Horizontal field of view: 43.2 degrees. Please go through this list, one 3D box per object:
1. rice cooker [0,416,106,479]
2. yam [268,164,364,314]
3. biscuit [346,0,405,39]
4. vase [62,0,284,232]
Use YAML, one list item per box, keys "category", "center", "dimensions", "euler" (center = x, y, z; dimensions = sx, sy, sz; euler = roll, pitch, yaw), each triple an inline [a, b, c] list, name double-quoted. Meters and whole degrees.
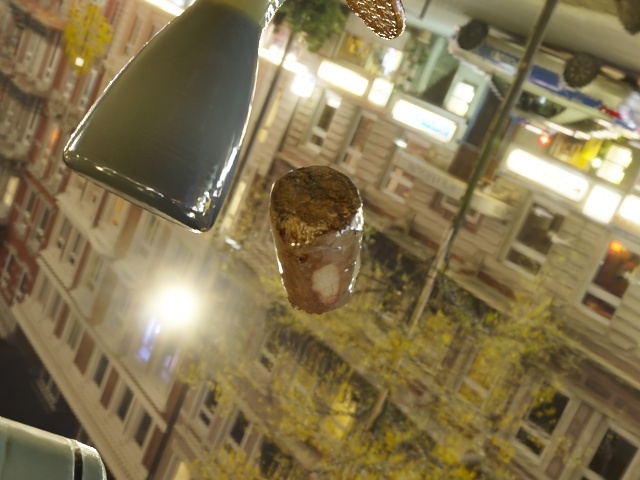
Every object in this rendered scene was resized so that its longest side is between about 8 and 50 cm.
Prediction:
- category: "rice cooker"
  center: [-0.313, 0.264, 0.718]
  dimensions: [0.244, 0.226, 0.226]
  euler: [24, -169, -26]
- category: "yam"
  center: [-0.002, 0.000, 1.128]
  dimensions: [0.128, 0.238, 0.129]
  euler: [-15, -121, -6]
- category: "biscuit"
  center: [0.065, -0.380, 1.194]
  dimensions: [0.188, 0.027, 0.188]
  euler: [52, 173, 9]
- category: "vase"
  center: [-0.129, -0.184, 0.867]
  dimensions: [0.173, 0.321, 0.173]
  euler: [25, 174, 3]
